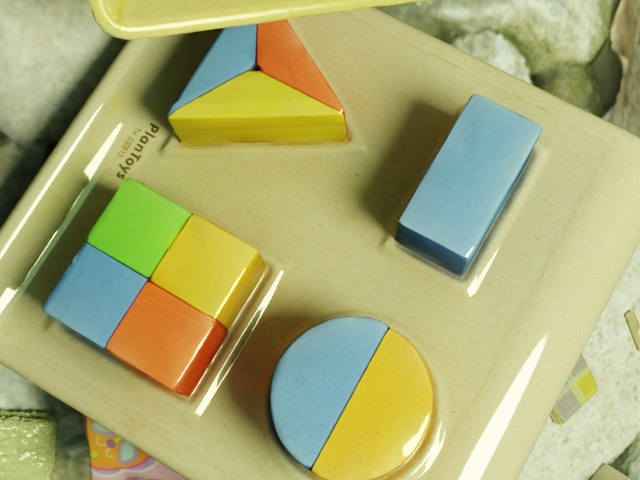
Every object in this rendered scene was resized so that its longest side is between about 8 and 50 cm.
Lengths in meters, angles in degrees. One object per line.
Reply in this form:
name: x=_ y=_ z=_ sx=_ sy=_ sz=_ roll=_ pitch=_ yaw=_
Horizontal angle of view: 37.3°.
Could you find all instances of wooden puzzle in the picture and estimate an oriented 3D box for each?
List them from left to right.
wooden puzzle: x=0.000 y=0.000 z=0.573 sx=0.348 sy=0.080 sz=0.322 roll=30 pitch=78 yaw=6

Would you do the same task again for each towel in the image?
towel: x=-0.256 y=0.167 z=0.647 sx=0.148 sy=0.027 sz=0.110 roll=1 pitch=105 yaw=-29
towel: x=0.243 y=0.139 z=0.936 sx=0.060 sy=0.009 sz=0.083 roll=-37 pitch=121 yaw=-13

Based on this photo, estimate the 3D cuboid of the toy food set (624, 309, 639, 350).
toy food set: x=0.369 y=0.061 z=0.976 sx=0.122 sy=0.019 sz=0.078 roll=-38 pitch=121 yaw=-14

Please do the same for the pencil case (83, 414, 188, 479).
pencil case: x=-0.018 y=0.108 z=0.652 sx=0.284 sy=0.124 sz=0.124 roll=-1 pitch=109 yaw=-1

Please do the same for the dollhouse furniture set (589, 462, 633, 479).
dollhouse furniture set: x=0.400 y=0.430 z=0.951 sx=0.286 sy=0.303 sz=0.198 roll=42 pitch=83 yaw=-33

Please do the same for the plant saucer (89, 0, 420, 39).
plant saucer: x=0.006 y=-0.304 z=0.537 sx=0.333 sy=0.081 sz=0.332 roll=-13 pitch=118 yaw=-23
